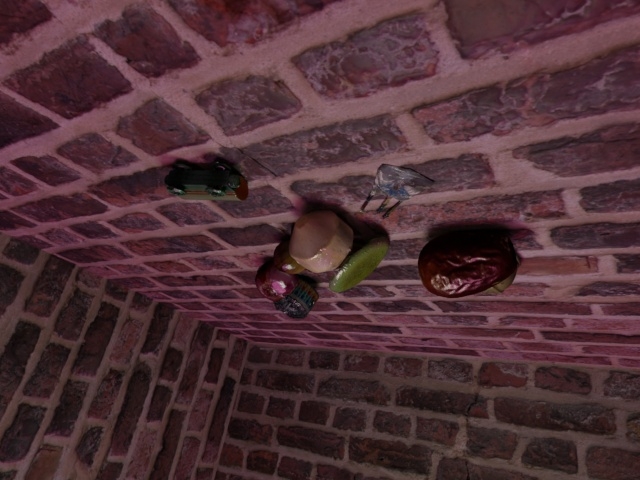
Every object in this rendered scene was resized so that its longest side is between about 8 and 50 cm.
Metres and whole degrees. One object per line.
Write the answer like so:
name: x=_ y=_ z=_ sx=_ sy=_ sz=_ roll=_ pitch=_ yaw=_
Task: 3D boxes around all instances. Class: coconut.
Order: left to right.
coconut: x=0.000 y=0.000 z=1.594 sx=0.236 sy=0.237 sz=0.197 roll=33 pitch=-177 yaw=-38

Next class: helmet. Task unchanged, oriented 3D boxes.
helmet: x=0.626 y=0.123 z=1.647 sx=0.204 sy=0.137 sz=0.257 roll=-6 pitch=150 yaw=35

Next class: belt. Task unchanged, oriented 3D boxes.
belt: x=-0.125 y=0.296 z=2.344 sx=0.206 sy=0.161 sz=0.295 roll=32 pitch=154 yaw=2

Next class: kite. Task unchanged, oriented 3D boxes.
kite: x=0.210 y=-0.147 z=1.415 sx=0.169 sy=0.015 sz=0.310 roll=19 pitch=152 yaw=-14

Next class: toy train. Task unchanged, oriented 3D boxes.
toy train: x=-0.381 y=-0.185 z=1.508 sx=0.285 sy=0.116 sz=0.177 roll=2 pitch=166 yaw=20

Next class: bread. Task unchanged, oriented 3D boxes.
bread: x=0.103 y=0.035 z=1.788 sx=0.192 sy=0.067 sz=0.119 roll=17 pitch=147 yaw=-13
bread: x=0.153 y=0.093 z=1.680 sx=0.045 sy=0.301 sz=0.301 roll=47 pitch=165 yaw=21

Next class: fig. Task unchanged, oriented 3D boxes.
fig: x=-0.081 y=0.065 z=1.861 sx=0.230 sy=0.143 sz=0.160 roll=-5 pitch=-178 yaw=20

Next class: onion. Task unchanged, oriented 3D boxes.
onion: x=-0.220 y=0.183 z=2.144 sx=0.200 sy=0.201 sz=0.207 roll=27 pitch=164 yaw=-30

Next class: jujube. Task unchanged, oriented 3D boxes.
jujube: x=0.492 y=0.075 z=1.523 sx=0.317 sy=0.223 sz=0.223 roll=-17 pitch=143 yaw=32

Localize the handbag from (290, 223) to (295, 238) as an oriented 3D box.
handbag: x=-0.069 y=0.010 z=1.731 sx=0.115 sy=0.139 sz=0.072 roll=10 pitch=148 yaw=6
